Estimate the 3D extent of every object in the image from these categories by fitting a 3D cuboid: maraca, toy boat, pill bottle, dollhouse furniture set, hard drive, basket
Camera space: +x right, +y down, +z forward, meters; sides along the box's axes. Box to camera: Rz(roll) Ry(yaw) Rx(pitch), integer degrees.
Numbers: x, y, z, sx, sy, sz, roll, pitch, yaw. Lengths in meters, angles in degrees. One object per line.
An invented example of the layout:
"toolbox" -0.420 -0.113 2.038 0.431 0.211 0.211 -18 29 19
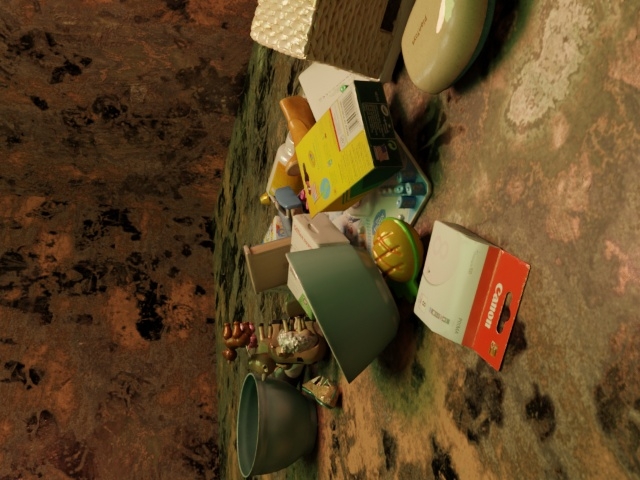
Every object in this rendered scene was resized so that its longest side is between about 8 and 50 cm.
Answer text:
"maraca" 0.163 0.040 1.231 0.127 0.099 0.186 22 127 60
"toy boat" 0.243 -0.456 1.115 0.267 0.147 0.319 125 139 -65
"pill bottle" -0.095 -0.251 2.043 0.136 0.136 0.246 -102 26 -45
"dollhouse furniture set" -0.130 0.034 1.740 0.303 0.197 0.287 -122 20 -56
"hard drive" 0.048 -0.450 1.663 0.203 0.040 0.308 -37 37 15
"basket" 0.031 -0.597 1.450 0.331 0.266 0.329 42 122 51

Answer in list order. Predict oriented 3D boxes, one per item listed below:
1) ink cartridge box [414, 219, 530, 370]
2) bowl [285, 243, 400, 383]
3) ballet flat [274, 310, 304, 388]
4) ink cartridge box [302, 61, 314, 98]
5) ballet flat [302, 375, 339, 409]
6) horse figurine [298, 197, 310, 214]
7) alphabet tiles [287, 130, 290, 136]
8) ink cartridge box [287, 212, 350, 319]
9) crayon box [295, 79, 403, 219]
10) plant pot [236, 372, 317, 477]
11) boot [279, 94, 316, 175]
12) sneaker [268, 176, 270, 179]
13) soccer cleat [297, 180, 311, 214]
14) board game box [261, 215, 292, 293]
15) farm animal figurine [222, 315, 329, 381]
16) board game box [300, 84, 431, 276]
"ink cartridge box" 0.248 0.086 1.022 0.232 0.066 0.189 -125 44 -70
"bowl" 0.062 0.132 1.285 0.312 0.163 0.311 63 176 7
"ballet flat" -0.094 0.355 1.920 0.096 0.095 0.281 -30 55 53
"ink cartridge box" -0.001 -0.425 1.897 0.193 0.088 0.235 -108 29 -49
"ballet flat" 0.006 0.417 1.654 0.067 0.073 0.206 -58 18 -11
"horse figurine" 0.000 0.000 1.736 0.174 0.066 0.264 92 161 -68
"alphabet tiles" -0.090 -0.358 2.252 0.284 0.021 0.278 -101 25 -43
"ink cartridge box" -0.009 0.061 1.495 0.160 0.092 0.220 -130 39 -49
"crayon box" 0.053 -0.194 1.348 0.318 0.081 0.203 -34 65 58
"plant pot" -0.125 0.550 1.771 0.293 0.196 0.294 -173 90 -72
"boot" -0.063 -0.305 1.679 0.104 0.295 0.211 -32 90 31
"sneaker" -0.190 -0.258 2.466 0.119 0.057 0.047 -156 71 -72
"soccer cleat" 0.007 -0.159 1.780 0.318 0.108 0.117 147 138 -65
"board game box" -0.122 0.054 2.012 0.275 0.144 0.142 123 148 -53
"farm animal figurine" -0.124 0.319 1.733 0.330 0.326 0.173 20 -117 -70
"board game box" 0.084 -0.117 1.443 0.390 0.050 0.390 63 146 35
